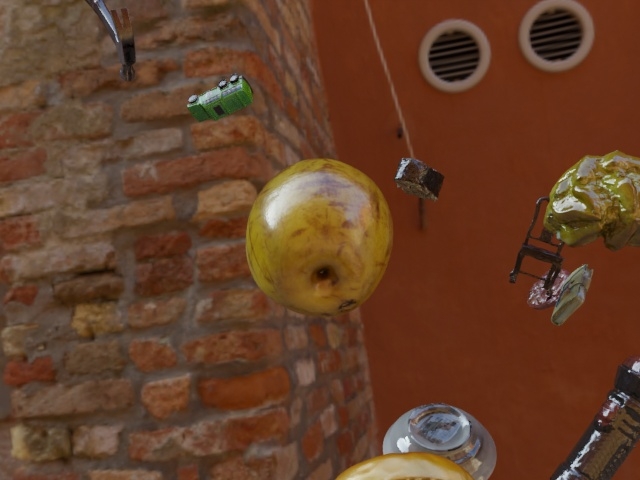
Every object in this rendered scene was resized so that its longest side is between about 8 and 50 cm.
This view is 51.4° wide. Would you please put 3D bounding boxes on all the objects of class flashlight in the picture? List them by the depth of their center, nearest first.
[{"bbox_3d":[0.418,0.279,0.959,0.093,0.232,0.093,37,1,-1],"label":"flashlight"}]

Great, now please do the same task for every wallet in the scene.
[{"bbox_3d":[0.627,0.131,1.662,0.155,0.039,0.110,-48,-11,-47],"label":"wallet"}]

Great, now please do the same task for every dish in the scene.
[{"bbox_3d":[0.272,0.451,1.525,0.260,0.085,0.260,-4,30,2],"label":"dish"}]

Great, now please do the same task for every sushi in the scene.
[{"bbox_3d":[0.245,-0.150,1.652,0.090,0.078,0.150,17,-5,39],"label":"sushi"}]

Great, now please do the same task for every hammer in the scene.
[{"bbox_3d":[-0.449,-0.475,1.375,0.037,0.290,0.137,-20,-28,-27],"label":"hammer"}]

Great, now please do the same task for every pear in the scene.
[{"bbox_3d":[0.000,0.000,1.167,0.280,0.281,0.281,-8,1,0],"label":"pear"}]

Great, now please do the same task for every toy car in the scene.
[{"bbox_3d":[-0.246,-0.341,1.638,0.165,0.063,0.071,-23,-37,10],"label":"toy car"}]

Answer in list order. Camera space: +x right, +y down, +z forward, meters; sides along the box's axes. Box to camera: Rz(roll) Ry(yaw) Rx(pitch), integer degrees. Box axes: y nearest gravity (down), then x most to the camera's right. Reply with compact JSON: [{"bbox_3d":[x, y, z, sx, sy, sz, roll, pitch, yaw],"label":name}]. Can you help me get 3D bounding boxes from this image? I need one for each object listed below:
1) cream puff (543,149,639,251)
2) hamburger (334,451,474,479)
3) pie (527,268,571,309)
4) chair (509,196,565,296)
[{"bbox_3d":[0.537,-0.066,1.236,0.220,0.195,0.195,-5,1,1],"label":"cream puff"},{"bbox_3d":[0.103,0.375,0.755,0.246,0.246,0.170,-8,27,-3],"label":"hamburger"},{"bbox_3d":[0.685,0.146,1.993,0.154,0.036,0.154,-45,15,16],"label":"pie"},{"bbox_3d":[0.553,0.008,1.642,0.106,0.229,0.113,19,8,12],"label":"chair"}]
